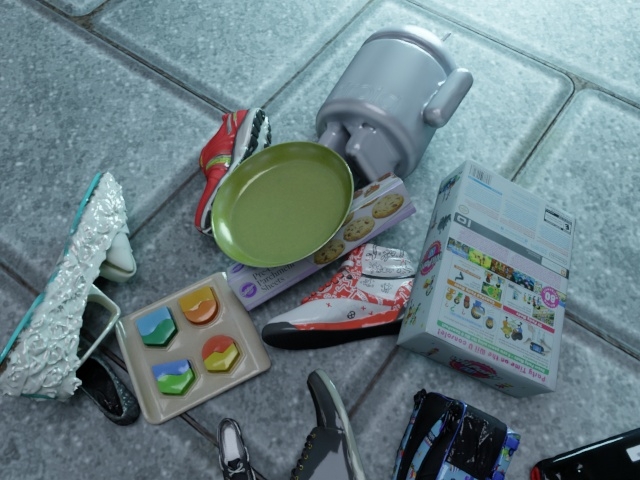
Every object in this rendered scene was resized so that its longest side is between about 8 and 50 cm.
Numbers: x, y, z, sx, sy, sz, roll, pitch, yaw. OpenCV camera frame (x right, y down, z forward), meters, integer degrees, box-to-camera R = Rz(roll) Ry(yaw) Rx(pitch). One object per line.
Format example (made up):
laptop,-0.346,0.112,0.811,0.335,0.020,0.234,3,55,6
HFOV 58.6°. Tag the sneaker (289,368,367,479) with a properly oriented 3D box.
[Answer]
sneaker,-0.009,0.300,0.815,0.118,0.083,0.222,-16,64,-7

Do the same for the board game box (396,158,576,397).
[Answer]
board game box,0.268,0.058,0.892,0.224,0.097,0.303,26,63,-11

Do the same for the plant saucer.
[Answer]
plant saucer,-0.059,-0.055,0.916,0.241,0.037,0.240,-9,58,15

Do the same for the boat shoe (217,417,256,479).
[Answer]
boat shoe,-0.124,0.321,0.831,0.046,0.038,0.125,-12,62,-5

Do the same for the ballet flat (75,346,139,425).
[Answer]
ballet flat,-0.343,0.219,0.883,0.173,0.049,0.057,35,67,18

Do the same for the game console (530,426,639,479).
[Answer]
game console,0.529,0.418,0.767,0.387,0.060,0.341,-15,57,-8

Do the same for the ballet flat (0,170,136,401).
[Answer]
ballet flat,-0.380,0.073,0.923,0.147,0.147,0.408,7,54,5

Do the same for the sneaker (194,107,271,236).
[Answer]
sneaker,-0.177,-0.125,1.055,0.119,0.107,0.278,3,58,25

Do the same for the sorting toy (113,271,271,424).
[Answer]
sorting toy,-0.210,0.164,0.917,0.208,0.038,0.193,-24,64,-12

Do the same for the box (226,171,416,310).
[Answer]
box,0.000,0.000,0.934,0.324,0.067,0.063,-30,25,0

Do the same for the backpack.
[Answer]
backpack,0.170,0.307,0.774,0.117,0.158,0.173,27,78,-5

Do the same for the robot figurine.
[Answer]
robot figurine,0.125,-0.249,1.041,0.300,0.199,0.353,8,57,39

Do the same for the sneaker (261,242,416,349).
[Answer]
sneaker,0.032,0.087,0.928,0.270,0.090,0.144,-8,61,-7
